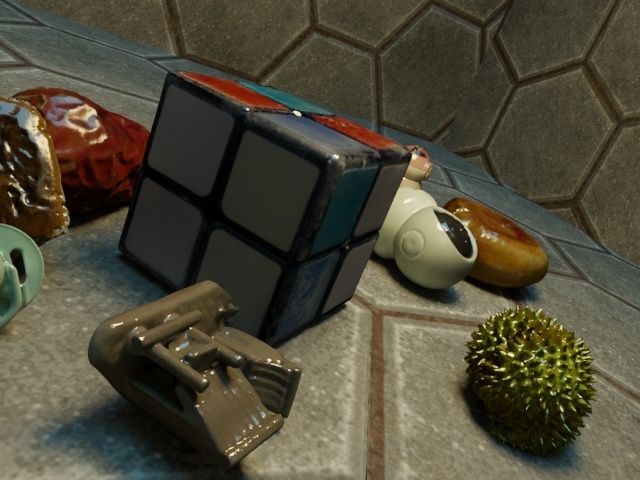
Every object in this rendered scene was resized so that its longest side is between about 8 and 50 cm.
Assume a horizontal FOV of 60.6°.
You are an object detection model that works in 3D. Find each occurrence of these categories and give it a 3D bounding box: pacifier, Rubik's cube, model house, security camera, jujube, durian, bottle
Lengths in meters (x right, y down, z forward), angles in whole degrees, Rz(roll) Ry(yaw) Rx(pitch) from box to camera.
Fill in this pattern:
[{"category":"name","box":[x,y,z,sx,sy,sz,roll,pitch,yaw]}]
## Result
[{"category":"pacifier","box":[-0.395,0.048,0.628,0.150,0.127,0.116,-17,-4,-22]},{"category":"Rubik's cube","box":[-0.084,-0.063,0.894,0.313,0.316,0.318,30,20,20]},{"category":"model house","box":[-0.116,0.150,0.601,0.188,0.122,0.229,32,19,18]},{"category":"security camera","box":[0.240,0.009,1.252,0.194,0.194,0.236,4,32,-42]},{"category":"jujube","box":[-0.409,-0.152,0.970,0.216,0.216,0.342,27,8,10]},{"category":"durian","box":[0.330,0.208,0.872,0.200,0.176,0.237,6,29,11]},{"category":"bottle","box":[0.242,-0.172,1.619,0.147,0.236,0.147,21,20,-8]}]

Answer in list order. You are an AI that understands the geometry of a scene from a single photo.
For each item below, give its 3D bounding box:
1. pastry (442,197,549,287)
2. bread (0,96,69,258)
[{"category":"pastry","box":[0.458,0.014,1.507,0.356,0.164,0.356,26,19,-9]},{"category":"bread","box":[-0.439,-0.080,0.700,0.192,0.110,0.210,-10,79,-31]}]
